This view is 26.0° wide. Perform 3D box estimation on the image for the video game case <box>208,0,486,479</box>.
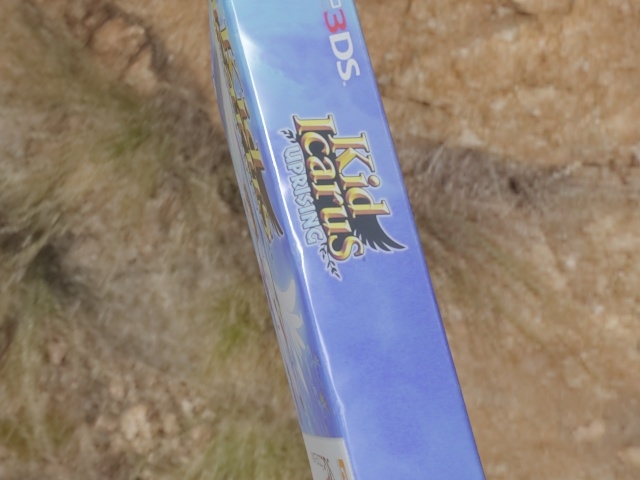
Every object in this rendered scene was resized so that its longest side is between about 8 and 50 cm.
[{"bbox_3d":[0.000,0.000,0.711,0.061,0.244,0.269,-14,84,-7],"label":"video game case"}]
